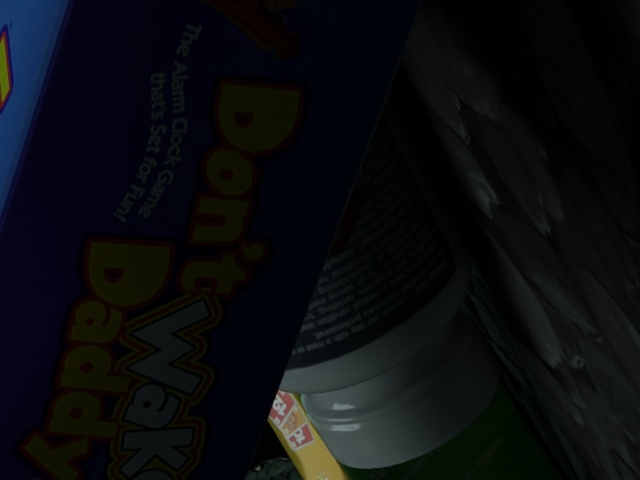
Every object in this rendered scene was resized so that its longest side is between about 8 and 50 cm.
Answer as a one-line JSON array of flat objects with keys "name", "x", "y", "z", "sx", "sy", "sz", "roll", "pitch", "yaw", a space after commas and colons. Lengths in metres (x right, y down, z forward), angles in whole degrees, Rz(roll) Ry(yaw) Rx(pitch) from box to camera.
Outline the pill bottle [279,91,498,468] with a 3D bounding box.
[{"name": "pill bottle", "x": 0.000, "y": 0.000, "z": 0.778, "sx": 0.180, "sy": 0.108, "sz": 0.108, "roll": 62, "pitch": 174, "yaw": -21}]

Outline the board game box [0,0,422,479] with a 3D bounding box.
[{"name": "board game box", "x": -0.088, "y": -0.008, "z": 0.510, "sx": 0.078, "sy": 0.347, "sz": 0.233, "roll": 11, "pitch": -161, "yaw": -28}]

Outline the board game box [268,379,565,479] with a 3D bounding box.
[{"name": "board game box", "x": 0.058, "y": 0.116, "z": 0.869, "sx": 0.039, "sy": 0.124, "sz": 0.259, "roll": -42, "pitch": 72, "yaw": 41}]

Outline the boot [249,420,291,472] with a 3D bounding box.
[{"name": "boot", "x": -0.015, "y": 0.112, "z": 1.117, "sx": 0.085, "sy": 0.179, "sz": 0.236, "roll": 53, "pitch": 170, "yaw": 49}]

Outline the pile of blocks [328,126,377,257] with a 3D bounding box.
[{"name": "pile of blocks", "x": -0.037, "y": -0.116, "z": 0.665, "sx": 0.113, "sy": 0.149, "sz": 0.362, "roll": 13, "pitch": -146, "yaw": -30}]
